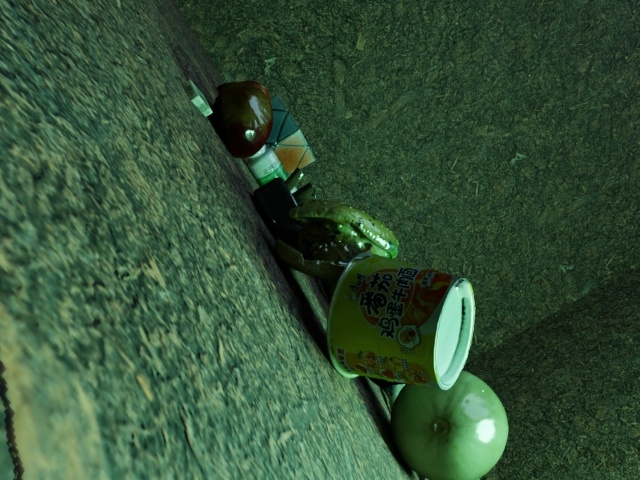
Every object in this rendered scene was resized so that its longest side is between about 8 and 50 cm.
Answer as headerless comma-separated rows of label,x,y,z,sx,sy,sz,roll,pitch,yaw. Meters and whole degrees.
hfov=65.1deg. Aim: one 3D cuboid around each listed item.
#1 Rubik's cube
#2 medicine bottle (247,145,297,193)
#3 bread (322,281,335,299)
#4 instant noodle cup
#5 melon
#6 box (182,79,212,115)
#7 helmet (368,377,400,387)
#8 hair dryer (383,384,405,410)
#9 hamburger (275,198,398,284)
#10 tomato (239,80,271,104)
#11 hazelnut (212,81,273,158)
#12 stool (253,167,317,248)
Rubik's cube,-0.170,-0.364,1.842,0.204,0.205,0.207,60,4,28
medicine bottle,-0.151,-0.197,1.546,0.260,0.095,0.095,56,4,-26
bread,0.073,0.174,1.677,0.142,0.091,0.305,51,6,-35
instant noodle cup,0.162,0.158,0.949,0.200,0.264,0.264,9,-31,34
melon,0.283,0.414,1.128,0.308,0.271,0.271,7,44,-45
box,-0.292,-0.339,1.199,0.054,0.024,0.083,59,2,16
helmet,0.158,0.261,1.314,0.224,0.177,0.305,65,-9,-20
hair dryer,0.194,0.397,1.549,0.295,0.119,0.298,54,13,19
hamburger,0.053,0.015,1.091,0.193,0.167,0.288,14,-7,31
tomato,-0.231,-0.399,1.536,0.151,0.187,0.187,34,-12,32
hazelnut,-0.212,-0.319,1.334,0.170,0.161,0.201,37,56,-50
stool,-0.062,-0.066,1.231,0.227,0.139,0.153,58,0,7
